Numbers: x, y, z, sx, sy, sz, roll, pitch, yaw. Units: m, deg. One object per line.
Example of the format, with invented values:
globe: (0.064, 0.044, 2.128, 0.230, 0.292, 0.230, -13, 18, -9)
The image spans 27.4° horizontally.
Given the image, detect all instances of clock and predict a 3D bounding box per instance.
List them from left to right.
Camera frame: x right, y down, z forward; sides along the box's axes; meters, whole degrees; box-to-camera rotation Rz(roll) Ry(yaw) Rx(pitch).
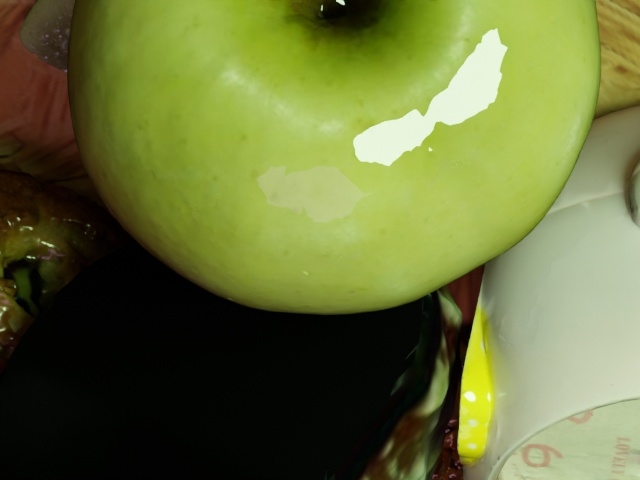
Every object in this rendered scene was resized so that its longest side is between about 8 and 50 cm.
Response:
clock: (0.282, 0.074, 0.791, 0.376, 0.251, 0.368, 4, 138, 11)

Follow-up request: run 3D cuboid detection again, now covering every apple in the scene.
apple: (0.013, -0.088, 0.632, 0.262, 0.262, 0.262, 3, 138, 3)

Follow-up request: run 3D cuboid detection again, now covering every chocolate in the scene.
chocolate: (-0.046, 0.128, 0.786, 0.225, 0.340, 0.210, 25, 154, 29)

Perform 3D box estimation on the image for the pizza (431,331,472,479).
pizza: (0.163, 0.151, 0.994, 0.226, 0.069, 0.147, 11, 108, 0)

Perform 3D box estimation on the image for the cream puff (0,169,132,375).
cream puff: (-0.242, 0.102, 0.909, 0.303, 0.212, 0.303, 2, 142, 1)

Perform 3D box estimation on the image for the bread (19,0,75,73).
bread: (-0.072, -0.113, 0.782, 0.193, 0.036, 0.112, 24, 134, -20)
